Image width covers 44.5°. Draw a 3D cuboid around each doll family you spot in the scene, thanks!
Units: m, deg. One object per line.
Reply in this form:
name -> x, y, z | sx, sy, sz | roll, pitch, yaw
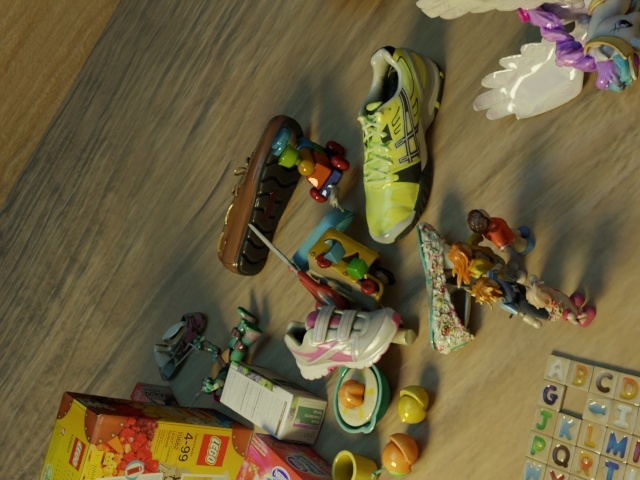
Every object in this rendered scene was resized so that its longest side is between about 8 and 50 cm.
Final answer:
doll family -> 0.281, 0.062, 1.188 | 0.118, 0.163, 0.263 | -53, 42, 22

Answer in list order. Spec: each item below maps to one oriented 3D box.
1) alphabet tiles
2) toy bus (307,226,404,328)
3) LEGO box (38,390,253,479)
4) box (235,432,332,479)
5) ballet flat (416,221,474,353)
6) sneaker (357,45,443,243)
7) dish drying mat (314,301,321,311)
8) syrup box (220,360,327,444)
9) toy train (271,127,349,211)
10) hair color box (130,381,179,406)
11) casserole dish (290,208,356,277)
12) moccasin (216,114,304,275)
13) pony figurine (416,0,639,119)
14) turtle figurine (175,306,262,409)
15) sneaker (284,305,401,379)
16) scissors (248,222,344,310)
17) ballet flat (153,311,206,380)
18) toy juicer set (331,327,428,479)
alphabet tiles -> 0.395, 0.279, 1.088 | 0.237, 0.009, 0.198 | 9, 83, 52
toy bus -> 0.074, 0.058, 1.486 | 0.104, 0.202, 0.191 | -51, 24, -23
LEGO box -> -0.400, 0.598, 1.640 | 0.193, 0.373, 0.500 | 10, 85, 52
box -> -0.039, 0.474, 1.448 | 0.257, 0.123, 0.128 | 27, 96, 52
ballet flat -> 0.218, 0.077, 1.345 | 0.077, 0.091, 0.240 | -11, 68, 15
sneaker -> 0.125, -0.185, 1.491 | 0.145, 0.147, 0.384 | -7, 72, 48
dish drying mat -> -0.003, 0.161, 1.623 | 0.032, 0.008, 0.083 | -3, 73, 49
syrup box -> -0.100, 0.330, 1.604 | 0.237, 0.093, 0.096 | 14, 86, 52
toy train -> -0.023, -0.148, 1.613 | 0.105, 0.143, 0.248 | -56, 20, 20
hair color box -> -0.397, 0.423, 1.932 | 0.053, 0.093, 0.167 | -61, 40, 14
casserole dish -> 0.000, 0.000, 1.599 | 0.037, 0.114, 0.188 | 44, 116, 9
moccasin -> -0.144, -0.109, 1.814 | 0.147, 0.139, 0.380 | 29, 108, 43
pony figurine -> 0.372, -0.367, 1.200 | 0.351, 0.303, 0.363 | -3, 59, 41
turtle figurine -> -0.225, 0.269, 1.762 | 0.234, 0.118, 0.175 | -53, 39, 5
sneaker -> 0.030, 0.171, 1.414 | 0.252, 0.111, 0.103 | -26, 28, 33
scissors -> -0.044, 0.072, 1.555 | 0.021, 0.109, 0.297 | -42, 55, -15
ballet flat -> -0.372, 0.263, 1.975 | 0.221, 0.079, 0.077 | -55, 42, 22
toy juicer set -> 0.095, 0.267, 1.387 | 0.209, 0.089, 0.329 | -30, 51, 46
